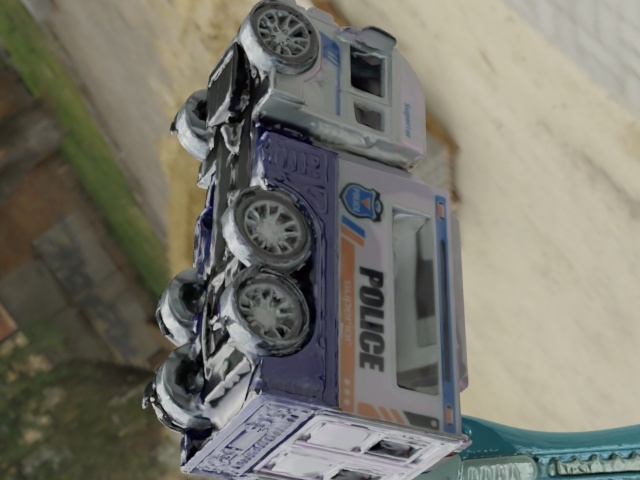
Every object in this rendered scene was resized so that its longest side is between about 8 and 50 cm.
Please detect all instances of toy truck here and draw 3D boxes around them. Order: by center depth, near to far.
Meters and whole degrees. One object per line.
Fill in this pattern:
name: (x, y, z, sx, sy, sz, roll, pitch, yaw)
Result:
toy truck: (0.000, 0.000, 0.791, 0.124, 0.155, 0.268, -45, 36, 50)

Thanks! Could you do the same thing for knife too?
knife: (0.131, 0.124, 0.778, 0.031, 0.222, 0.064, 23, -117, -68)
